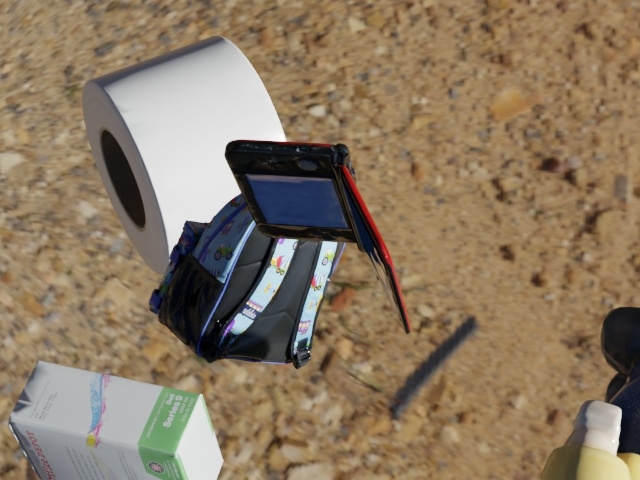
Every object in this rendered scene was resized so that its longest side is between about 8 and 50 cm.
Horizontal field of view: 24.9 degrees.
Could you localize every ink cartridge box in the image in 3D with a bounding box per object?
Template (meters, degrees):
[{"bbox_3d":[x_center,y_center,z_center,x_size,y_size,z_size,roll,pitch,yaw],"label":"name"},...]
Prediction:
[{"bbox_3d":[-0.235,0.233,1.683,0.212,0.154,0.093,8,53,16],"label":"ink cartridge box"}]

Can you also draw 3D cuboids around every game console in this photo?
[{"bbox_3d":[0.000,0.000,0.999,0.124,0.144,0.085,4,66,11],"label":"game console"}]

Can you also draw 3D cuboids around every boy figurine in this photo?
[{"bbox_3d":[0.124,0.166,0.694,0.285,0.092,0.177,-50,142,-36],"label":"boy figurine"}]

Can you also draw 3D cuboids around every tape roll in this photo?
[{"bbox_3d":[-0.158,-0.101,1.712,0.169,0.246,0.246,-23,100,-19],"label":"tape roll"}]

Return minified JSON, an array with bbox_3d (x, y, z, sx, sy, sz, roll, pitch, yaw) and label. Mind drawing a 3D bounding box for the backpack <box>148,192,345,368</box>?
[{"bbox_3d":[-0.061,0.022,1.367,0.158,0.117,0.173,9,109,-49],"label":"backpack"}]
